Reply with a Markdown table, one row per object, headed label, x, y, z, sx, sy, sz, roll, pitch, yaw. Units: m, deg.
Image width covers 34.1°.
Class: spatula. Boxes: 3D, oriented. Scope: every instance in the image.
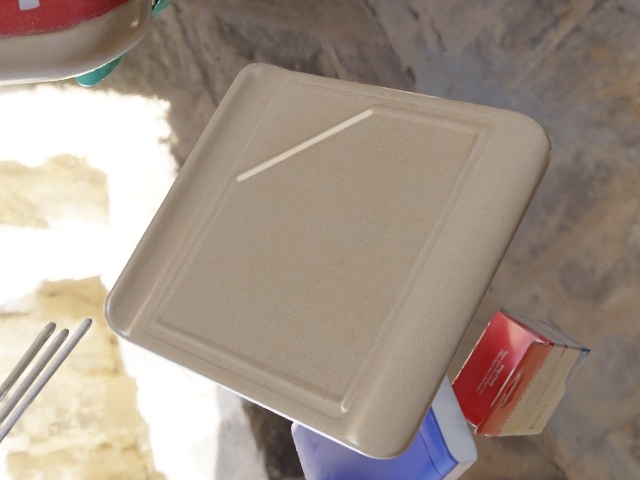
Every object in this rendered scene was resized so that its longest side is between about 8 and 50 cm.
| label | x | y | z | sx | sy | sz | roll | pitch | yaw |
| --- | --- | --- | --- | --- | --- | --- | --- | --- | --- |
| spatula | -0.290 | 0.169 | 0.927 | 0.242 | 0.019 | 0.168 | -52 | 176 | -2 |

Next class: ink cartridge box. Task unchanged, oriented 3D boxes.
| label | x | y | z | sx | sy | sz | roll | pitch | yaw |
| --- | --- | --- | --- | --- | --- | --- | --- | --- | --- |
| ink cartridge box | 0.237 | 0.165 | 1.280 | 0.231 | 0.078 | 0.134 | 17 | 105 | -59 |

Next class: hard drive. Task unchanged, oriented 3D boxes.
| label | x | y | z | sx | sy | sz | roll | pitch | yaw |
| --- | --- | --- | --- | --- | --- | --- | --- | --- | --- |
| hard drive | 0.060 | 0.229 | 1.198 | 0.040 | 0.210 | 0.319 | -3 | 145 | -26 |

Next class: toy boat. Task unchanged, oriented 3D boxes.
| label | x | y | z | sx | sy | sz | roll | pitch | yaw |
| --- | --- | --- | --- | --- | --- | --- | --- | --- | --- |
| toy boat | -0.237 | -0.188 | 0.735 | 0.231 | 0.151 | 0.151 | -9 | -164 | -14 |

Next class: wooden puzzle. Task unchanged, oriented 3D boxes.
| label | x | y | z | sx | sy | sz | roll | pitch | yaw |
| --- | --- | --- | --- | --- | --- | --- | --- | --- | --- |
| wooden puzzle | 0.000 | 0.000 | 0.660 | 0.221 | 0.238 | 0.044 | -62 | 145 | -13 |

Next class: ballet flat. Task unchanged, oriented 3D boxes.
| label | x | y | z | sx | sy | sz | roll | pitch | yaw |
| --- | --- | --- | --- | --- | --- | --- | --- | --- | --- |
| ballet flat | -0.339 | -0.365 | 1.738 | 0.247 | 0.083 | 0.087 | -47 | 173 | 5 |
